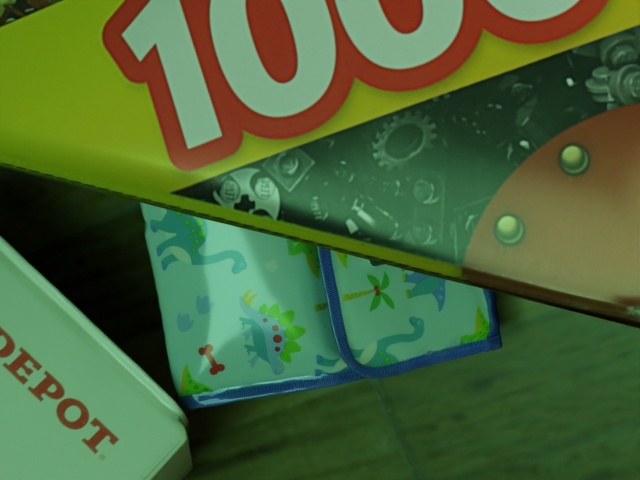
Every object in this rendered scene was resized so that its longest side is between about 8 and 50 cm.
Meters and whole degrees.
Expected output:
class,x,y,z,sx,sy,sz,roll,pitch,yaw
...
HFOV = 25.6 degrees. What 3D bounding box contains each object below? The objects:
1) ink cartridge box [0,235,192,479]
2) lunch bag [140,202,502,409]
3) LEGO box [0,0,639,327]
class,x,y,z,sx,sy,sz,roll,pitch,yaw
ink cartridge box,-0.223,0.129,0.637,0.207,0.117,0.283,42,74,10
lunch bag,0.000,0.000,0.644,0.151,0.096,0.129,-9,95,5
LEGO box,-0.068,-0.205,0.521,0.500,0.193,0.372,14,90,17
